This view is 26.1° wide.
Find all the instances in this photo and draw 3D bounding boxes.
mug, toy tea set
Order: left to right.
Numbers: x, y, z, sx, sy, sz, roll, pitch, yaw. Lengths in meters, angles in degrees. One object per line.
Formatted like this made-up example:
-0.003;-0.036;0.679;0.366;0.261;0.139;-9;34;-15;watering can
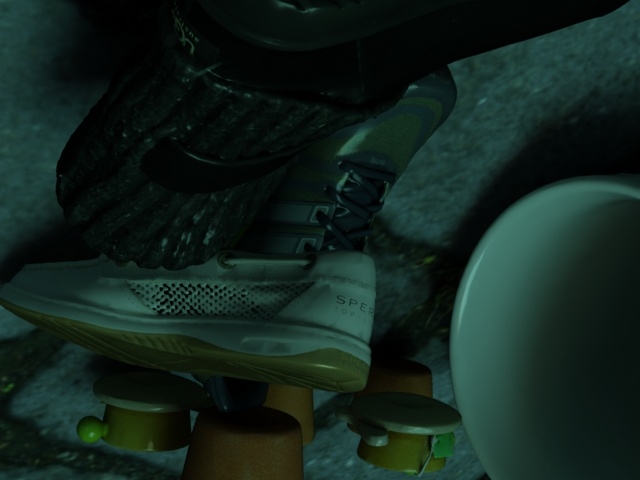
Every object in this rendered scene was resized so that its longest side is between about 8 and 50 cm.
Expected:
-0.012;0.174;1.067;0.336;0.200;0.124;0;100;-36;toy tea set
0.281;0.094;1.140;0.328;0.276;0.374;-4;168;-43;mug

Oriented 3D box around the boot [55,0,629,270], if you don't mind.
0.028;-0.117;0.789;0.348;0.131;0.260;-14;156;-30;boot

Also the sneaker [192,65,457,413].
0.000;0.000;0.940;0.111;0.121;0.300;11;128;-40;sneaker

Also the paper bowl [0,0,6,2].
-0.100;-0.229;0.531;0.284;0.148;0.284;-39;178;-2;paper bowl

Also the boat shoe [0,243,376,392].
-0.084;0.031;0.883;0.277;0.096;0.098;6;163;29;boat shoe
